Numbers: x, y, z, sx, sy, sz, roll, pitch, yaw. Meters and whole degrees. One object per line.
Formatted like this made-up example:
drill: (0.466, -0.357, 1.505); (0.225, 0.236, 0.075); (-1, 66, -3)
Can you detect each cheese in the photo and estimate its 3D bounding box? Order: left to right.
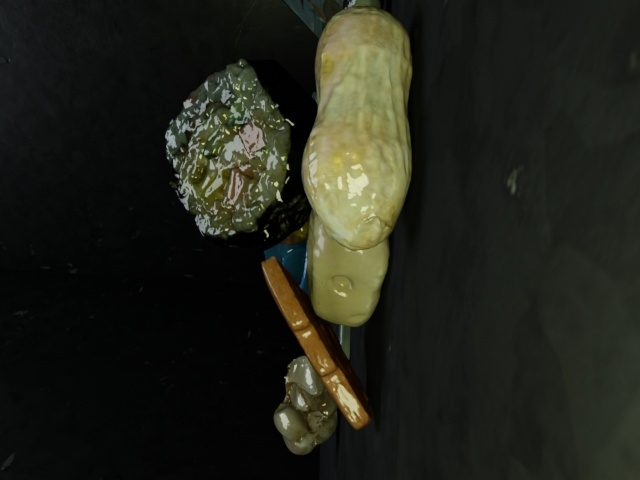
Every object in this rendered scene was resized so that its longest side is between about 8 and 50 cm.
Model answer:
cheese: (0.040, 0.016, 0.777); (0.218, 0.117, 0.234); (102, 168, -72)

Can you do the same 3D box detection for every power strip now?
power strip: (0.062, 0.221, 1.268); (0.060, 0.027, 0.252); (100, 174, -72)

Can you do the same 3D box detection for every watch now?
watch: (0.000, 0.000, 1.179); (0.274, 0.242, 0.305); (-125, 42, -62)

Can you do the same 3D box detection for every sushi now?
sushi: (-0.092, -0.154, 0.953); (0.328, 0.285, 0.327); (-48, 61, 26)

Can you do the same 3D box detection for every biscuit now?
biscuit: (-0.014, 0.153, 0.801); (0.306, 0.043, 0.284); (58, -179, -21)

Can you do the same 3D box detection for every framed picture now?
framed picture: (0.000, -0.540, 1.130); (0.347, 0.016, 0.265); (50, 172, 6)

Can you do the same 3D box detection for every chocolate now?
chocolate: (0.045, -0.142, 0.586); (0.134, 0.134, 0.308); (97, 176, -76)

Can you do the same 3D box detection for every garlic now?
garlic: (-0.023, 0.506, 1.484); (0.203, 0.185, 0.280); (3, 69, 64)

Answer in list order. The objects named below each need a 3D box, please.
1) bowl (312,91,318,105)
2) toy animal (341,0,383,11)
bowl: (0.030, -0.336, 1.371); (0.238, 0.127, 0.237); (-170, 90, -87)
toy animal: (0.080, -0.434, 0.886); (0.121, 0.094, 0.225); (130, 146, -73)
